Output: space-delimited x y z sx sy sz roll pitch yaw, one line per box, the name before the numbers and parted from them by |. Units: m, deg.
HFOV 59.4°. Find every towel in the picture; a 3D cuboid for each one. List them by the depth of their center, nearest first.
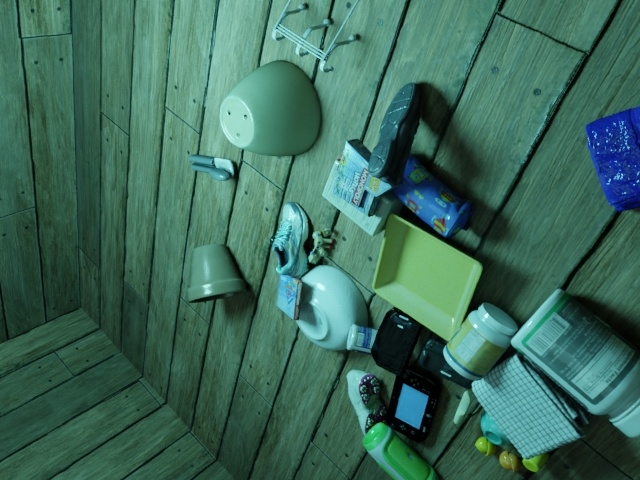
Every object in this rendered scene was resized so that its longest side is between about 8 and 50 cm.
towel | 0.757 -0.199 1.222 0.308 0.076 0.228 -19 97 47
towel | 0.624 0.475 1.665 0.284 0.121 0.235 51 135 14

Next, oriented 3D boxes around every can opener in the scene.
can opener | -0.459 -0.309 2.330 0.280 0.093 0.074 19 123 42

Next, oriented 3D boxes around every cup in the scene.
cup | -0.199 -0.427 1.907 0.330 0.236 0.332 21 123 36

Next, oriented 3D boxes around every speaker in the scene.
speaker | 0.300 0.823 2.099 0.296 0.131 0.131 44 136 -3

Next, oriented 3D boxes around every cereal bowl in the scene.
cereal bowl | 0.009 0.273 2.133 0.338 0.141 0.339 21 123 37

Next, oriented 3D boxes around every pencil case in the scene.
pencil case | 0.312 -0.140 1.647 0.306 0.133 0.119 44 166 20

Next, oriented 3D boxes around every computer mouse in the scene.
computer mouse | -0.119 0.037 2.208 0.242 0.041 0.071 20 124 37

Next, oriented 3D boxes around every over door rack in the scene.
over door rack | 0.015 -0.700 1.674 0.239 0.108 0.324 39 118 23

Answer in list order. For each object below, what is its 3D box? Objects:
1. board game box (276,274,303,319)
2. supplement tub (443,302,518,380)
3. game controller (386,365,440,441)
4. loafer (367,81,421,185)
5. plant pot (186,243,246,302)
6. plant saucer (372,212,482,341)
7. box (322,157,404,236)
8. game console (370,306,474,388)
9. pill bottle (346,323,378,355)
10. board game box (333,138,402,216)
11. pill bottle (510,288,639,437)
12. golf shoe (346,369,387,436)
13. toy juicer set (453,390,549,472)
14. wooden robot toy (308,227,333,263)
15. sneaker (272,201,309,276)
board game box | -0.120 0.207 2.157 0.281 0.027 0.145 -165 81 -73
supplement tub | 0.475 0.299 1.666 0.144 0.144 0.200 40 113 22
game controller | 0.335 0.595 2.036 0.166 0.067 0.320 29 128 31
loafer | 0.225 -0.298 1.591 0.095 0.303 0.109 29 165 -29
plant pot | -0.470 0.140 2.477 0.263 0.262 0.230 -20 76 47
plant saucer | 0.339 0.105 1.763 0.332 0.081 0.333 33 134 28
box | 0.144 -0.151 1.797 0.232 0.126 0.149 41 131 21
game console | 0.350 0.384 1.861 0.361 0.044 0.213 25 110 18
pill bottle | 0.185 0.361 1.996 0.169 0.094 0.094 14 127 -4
board game box | 0.135 -0.169 1.664 0.194 0.060 0.194 37 127 26
pill bottle | 0.696 0.313 1.445 0.361 0.204 0.204 43 134 20
golf shoe | 0.177 0.639 2.197 0.140 0.115 0.307 17 120 55
toy juicer set | 0.560 0.615 1.825 0.329 0.089 0.209 43 147 8
wooden robot toy | 0.000 0.000 2.076 0.079 0.076 0.173 -108 28 -46
sneaker | -0.117 -0.004 2.095 0.110 0.122 0.283 -4 89 47
